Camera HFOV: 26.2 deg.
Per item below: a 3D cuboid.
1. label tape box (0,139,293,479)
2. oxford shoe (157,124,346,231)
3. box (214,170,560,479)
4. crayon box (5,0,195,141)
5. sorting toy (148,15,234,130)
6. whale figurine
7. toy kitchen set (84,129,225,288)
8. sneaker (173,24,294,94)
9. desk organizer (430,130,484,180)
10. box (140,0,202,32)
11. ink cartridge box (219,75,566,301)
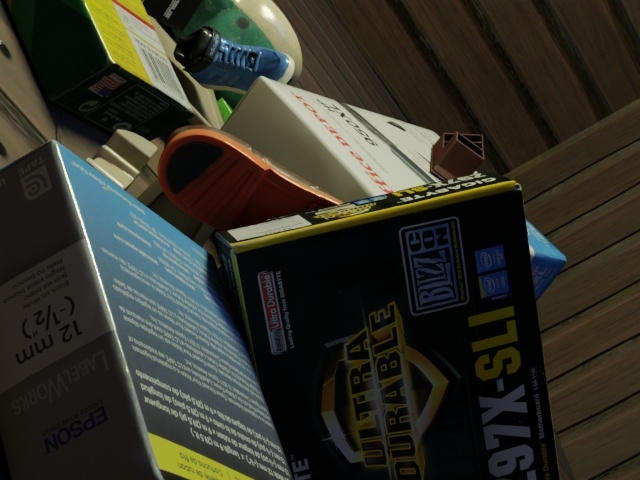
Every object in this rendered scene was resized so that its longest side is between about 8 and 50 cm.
[{"bbox_3d":[-0.126,0.131,0.996,0.249,0.115,0.348,42,24,-58],"label":"label tape box"},{"bbox_3d":[-0.024,-0.021,1.247,0.271,0.097,0.098,38,13,-15],"label":"oxford shoe"},{"bbox_3d":[0.065,0.121,1.200,0.079,0.257,0.322,-145,-137,-70],"label":"box"},{"bbox_3d":[-0.263,-0.269,1.444,0.318,0.081,0.202,65,12,17],"label":"crayon box"},{"bbox_3d":[-0.179,-0.187,1.693,0.348,0.047,0.196,47,13,-48],"label":"sorting toy"},{"bbox_3d":[-0.153,-0.286,1.883,0.272,0.141,0.216,41,-15,13],"label":"whale figurine"},{"bbox_3d":[-0.148,0.018,1.247,0.207,0.122,0.166,38,15,-6],"label":"toy kitchen set"},{"bbox_3d":[-0.109,-0.216,1.637,0.084,0.152,0.058,37,68,-48],"label":"sneaker"},{"bbox_3d":[0.171,-0.109,1.709,0.047,0.050,0.130,35,18,-6],"label":"desk organizer"},{"bbox_3d":[-0.194,-0.352,1.603,0.077,0.147,0.180,23,13,-50],"label":"box"},{"bbox_3d":[0.077,-0.024,1.679,0.395,0.166,0.285,10,32,-53],"label":"ink cartridge box"}]
